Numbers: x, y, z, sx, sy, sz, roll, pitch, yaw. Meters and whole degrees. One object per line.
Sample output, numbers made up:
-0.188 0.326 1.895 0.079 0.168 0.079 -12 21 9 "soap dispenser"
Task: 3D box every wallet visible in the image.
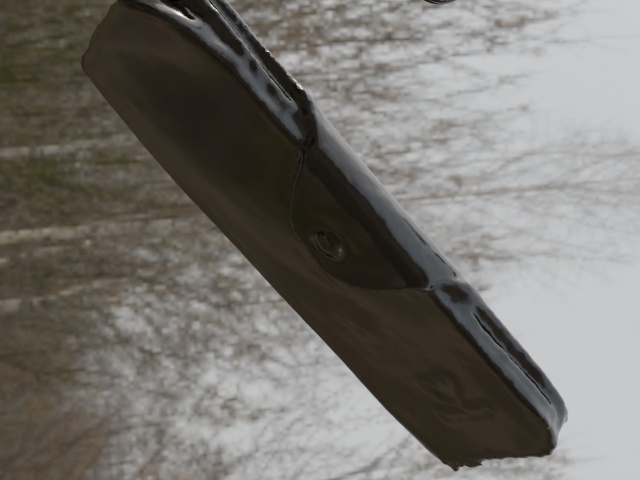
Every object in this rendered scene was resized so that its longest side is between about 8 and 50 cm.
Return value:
0.000 0.000 0.753 0.377 0.051 0.197 48 -22 -8 "wallet"

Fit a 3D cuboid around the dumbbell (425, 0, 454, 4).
0.163 -0.390 1.708 0.208 0.099 0.099 -115 -154 -69 "dumbbell"
